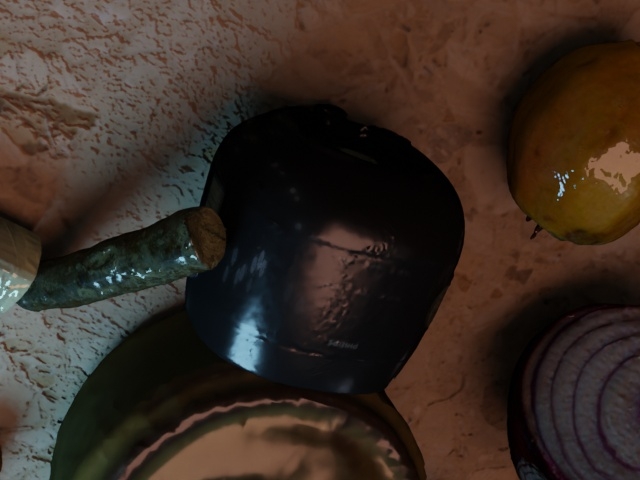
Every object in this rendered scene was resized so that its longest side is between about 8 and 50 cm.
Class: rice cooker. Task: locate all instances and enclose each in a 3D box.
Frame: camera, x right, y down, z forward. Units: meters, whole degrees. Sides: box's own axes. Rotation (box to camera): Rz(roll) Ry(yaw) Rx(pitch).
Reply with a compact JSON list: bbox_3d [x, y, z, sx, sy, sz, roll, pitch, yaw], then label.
[{"bbox_3d":[0.000,0.000,1.179,0.267,0.267,0.224,9,110,-25],"label":"rice cooker"}]

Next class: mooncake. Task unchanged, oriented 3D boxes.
[{"bbox_3d":[-0.091,0.272,1.325,0.394,0.246,0.393,-31,120,-3],"label":"mooncake"}]

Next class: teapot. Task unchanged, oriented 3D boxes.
[{"bbox_3d":[-0.373,-0.001,1.148,0.200,0.077,0.107,31,127,-33],"label":"teapot"}]

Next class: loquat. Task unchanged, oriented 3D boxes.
[{"bbox_3d":[0.287,-0.094,1.272,0.187,0.176,0.234,29,105,-15],"label":"loquat"}]

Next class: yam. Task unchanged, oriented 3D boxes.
[{"bbox_3d":[-0.195,0.025,1.145,0.274,0.061,0.061,-16,137,39],"label":"yam"}]

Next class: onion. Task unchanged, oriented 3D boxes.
[{"bbox_3d":[0.369,0.250,1.421,0.282,0.336,0.260,-47,151,-22],"label":"onion"}]

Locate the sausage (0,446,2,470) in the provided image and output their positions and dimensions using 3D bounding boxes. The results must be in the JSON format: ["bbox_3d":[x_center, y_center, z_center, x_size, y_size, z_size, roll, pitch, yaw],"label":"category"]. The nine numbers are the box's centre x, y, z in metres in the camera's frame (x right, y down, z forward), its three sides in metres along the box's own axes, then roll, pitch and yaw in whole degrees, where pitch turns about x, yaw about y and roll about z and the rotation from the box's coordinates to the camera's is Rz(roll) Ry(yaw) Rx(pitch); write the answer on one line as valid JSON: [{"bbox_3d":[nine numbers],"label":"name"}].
[{"bbox_3d":[-0.426,0.298,1.307,0.098,0.098,0.238,28,107,-32],"label":"sausage"}]
